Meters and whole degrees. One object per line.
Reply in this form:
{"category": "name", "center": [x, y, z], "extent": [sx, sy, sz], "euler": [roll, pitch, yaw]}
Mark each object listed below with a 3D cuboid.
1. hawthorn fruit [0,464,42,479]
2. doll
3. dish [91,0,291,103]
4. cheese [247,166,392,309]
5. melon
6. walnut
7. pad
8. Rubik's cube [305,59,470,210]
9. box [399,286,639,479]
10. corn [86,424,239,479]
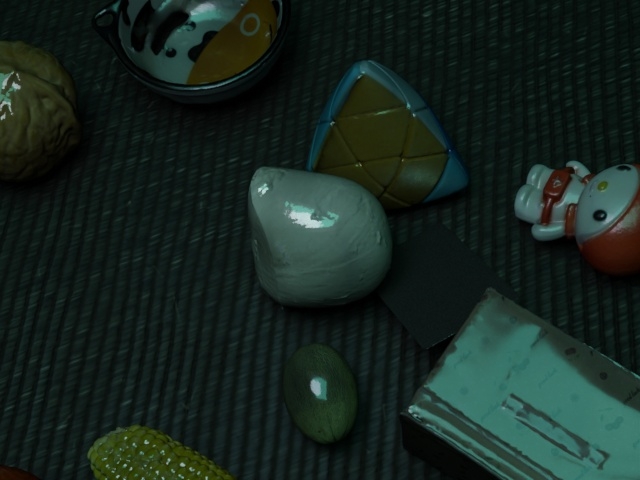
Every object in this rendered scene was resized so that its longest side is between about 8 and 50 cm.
{"category": "hawthorn fruit", "center": [-0.401, 0.413, 1.066], "extent": [0.265, 0.265, 0.307], "euler": [-20, 86, -3]}
{"category": "doll", "center": [0.406, -0.028, 1.242], "extent": [0.290, 0.130, 0.161], "euler": [19, 61, 30]}
{"category": "dish", "center": [-0.179, -0.314, 1.446], "extent": [0.302, 0.120, 0.303], "euler": [-2, 65, 5]}
{"category": "cheese", "center": [0.000, 0.000, 1.236], "extent": [0.188, 0.198, 0.154], "euler": [-3, 34, 3]}
{"category": "melon", "center": [0.000, 0.195, 1.200], "extent": [0.098, 0.098, 0.131], "euler": [-12, 68, 1]}
{"category": "walnut", "center": [-0.443, -0.188, 1.368], "extent": [0.213, 0.213, 0.213], "euler": [-2, 65, 5]}
{"category": "pad", "center": [0.150, 0.055, 1.244], "extent": [0.142, 0.003, 0.211], "euler": [-28, 36, -7]}
{"category": "Rubik's cube", "center": [0.066, -0.186, 1.309], "extent": [0.254, 0.254, 0.255], "euler": [-2, 65, 5]}
{"category": "box", "center": [0.265, 0.233, 1.082], "extent": [0.297, 0.225, 0.190], "euler": [34, 73, 18]}
{"category": "corn", "center": [-0.135, 0.339, 1.133], "extent": [0.346, 0.130, 0.130], "euler": [32, 72, 23]}
